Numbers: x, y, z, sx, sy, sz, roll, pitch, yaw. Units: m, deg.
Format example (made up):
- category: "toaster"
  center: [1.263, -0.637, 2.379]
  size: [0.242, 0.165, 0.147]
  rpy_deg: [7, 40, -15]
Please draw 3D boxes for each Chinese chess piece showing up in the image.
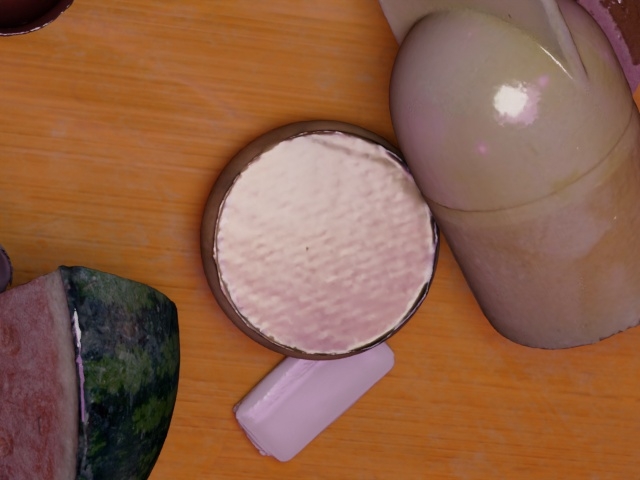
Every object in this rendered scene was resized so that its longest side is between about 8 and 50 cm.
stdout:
- category: "Chinese chess piece"
  center: [0.000, 0.000, 1.838]
  size: [0.257, 0.104, 0.257]
  rpy_deg: [-1, 95, -9]

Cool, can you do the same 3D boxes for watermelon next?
- category: "watermelon"
  center: [-0.260, 0.113, 1.782]
  size: [0.292, 0.283, 0.250]
  rpy_deg: [37, 107, 7]

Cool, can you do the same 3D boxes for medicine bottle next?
- category: "medicine bottle"
  center: [0.201, -0.109, 1.736]
  size: [0.236, 0.236, 0.406]
  rpy_deg: [-29, 124, -1]

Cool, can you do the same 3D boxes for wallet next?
- category: "wallet"
  center: [-0.008, 0.164, 1.929]
  size: [0.190, 0.033, 0.095]
  rpy_deg: [-44, 104, 2]

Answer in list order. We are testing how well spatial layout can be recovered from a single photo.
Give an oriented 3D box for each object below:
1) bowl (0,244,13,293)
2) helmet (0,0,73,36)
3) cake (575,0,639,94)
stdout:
- category: "bowl"
  center: [-0.476, -0.038, 1.706]
  size: [0.345, 0.345, 0.157]
  rpy_deg: [0, 66, -9]
- category: "helmet"
  center: [-0.312, -0.293, 1.733]
  size: [0.155, 0.106, 0.175]
  rpy_deg: [40, 89, -18]
- category: "cake"
  center: [0.261, -0.286, 1.799]
  size: [0.116, 0.113, 0.295]
  rpy_deg: [-38, 124, -9]
